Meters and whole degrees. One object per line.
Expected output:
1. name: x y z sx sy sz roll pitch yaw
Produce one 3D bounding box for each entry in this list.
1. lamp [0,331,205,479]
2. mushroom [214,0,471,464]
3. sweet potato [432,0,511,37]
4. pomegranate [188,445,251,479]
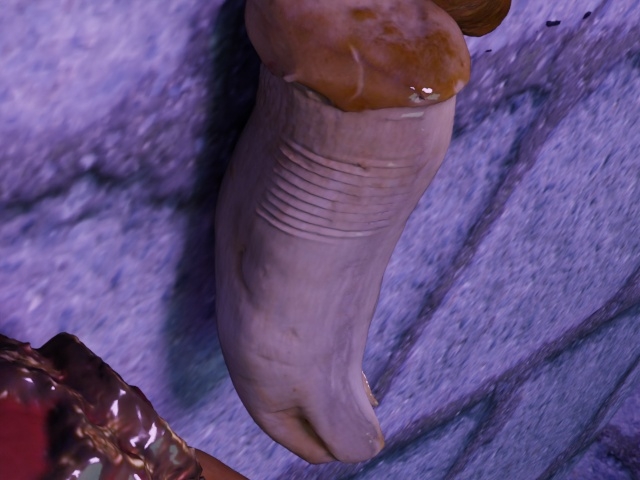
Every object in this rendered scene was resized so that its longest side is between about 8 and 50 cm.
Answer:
1. lamp: -0.180 0.162 0.627 0.274 0.177 0.177 -42 159 -11
2. mushroom: 0.000 0.000 0.752 0.095 0.122 0.351 -51 159 -36
3. sweet potato: 0.065 -0.146 0.712 0.067 0.067 0.274 -50 166 5
4. pomegranate: -0.111 0.245 0.816 0.252 0.229 0.270 -56 152 -9
